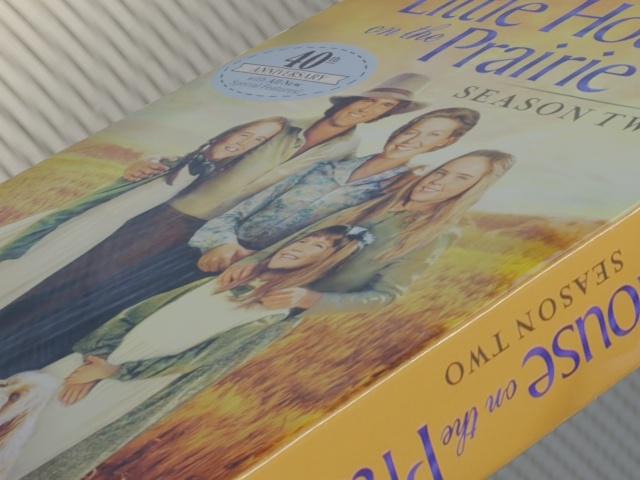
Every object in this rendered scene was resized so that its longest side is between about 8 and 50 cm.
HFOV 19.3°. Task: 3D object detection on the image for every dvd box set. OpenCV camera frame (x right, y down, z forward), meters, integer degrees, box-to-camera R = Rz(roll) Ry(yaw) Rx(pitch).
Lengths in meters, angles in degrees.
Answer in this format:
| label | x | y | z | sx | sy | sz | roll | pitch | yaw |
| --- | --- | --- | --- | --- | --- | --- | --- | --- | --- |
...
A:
| label | x | y | z | sx | sy | sz | roll | pitch | yaw |
| --- | --- | --- | --- | --- | --- | --- | --- | --- | --- |
| dvd box set | 0.000 | 0.000 | 0.728 | 0.420 | 0.307 | 0.062 | -31 | 118 | -28 |
